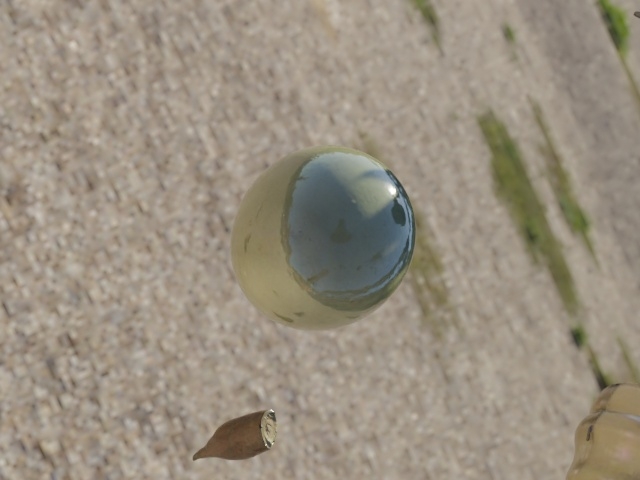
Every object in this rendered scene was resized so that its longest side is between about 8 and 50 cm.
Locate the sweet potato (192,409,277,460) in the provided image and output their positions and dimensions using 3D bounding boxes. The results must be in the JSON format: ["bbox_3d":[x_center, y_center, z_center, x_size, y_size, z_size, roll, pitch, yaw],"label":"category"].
[{"bbox_3d":[-0.097,0.225,1.772,0.049,0.117,0.049,42,35,-38],"label":"sweet potato"}]

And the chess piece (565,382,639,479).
[{"bbox_3d":[0.202,0.265,1.259,0.138,0.307,0.124,30,-21,24],"label":"chess piece"}]

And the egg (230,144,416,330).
[{"bbox_3d":[0.000,0.000,1.665,0.189,0.188,0.253,63,29,-8],"label":"egg"}]

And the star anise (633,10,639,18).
[{"bbox_3d":[0.538,-0.334,2.153,0.181,0.204,0.061,101,-18,-58],"label":"star anise"}]
